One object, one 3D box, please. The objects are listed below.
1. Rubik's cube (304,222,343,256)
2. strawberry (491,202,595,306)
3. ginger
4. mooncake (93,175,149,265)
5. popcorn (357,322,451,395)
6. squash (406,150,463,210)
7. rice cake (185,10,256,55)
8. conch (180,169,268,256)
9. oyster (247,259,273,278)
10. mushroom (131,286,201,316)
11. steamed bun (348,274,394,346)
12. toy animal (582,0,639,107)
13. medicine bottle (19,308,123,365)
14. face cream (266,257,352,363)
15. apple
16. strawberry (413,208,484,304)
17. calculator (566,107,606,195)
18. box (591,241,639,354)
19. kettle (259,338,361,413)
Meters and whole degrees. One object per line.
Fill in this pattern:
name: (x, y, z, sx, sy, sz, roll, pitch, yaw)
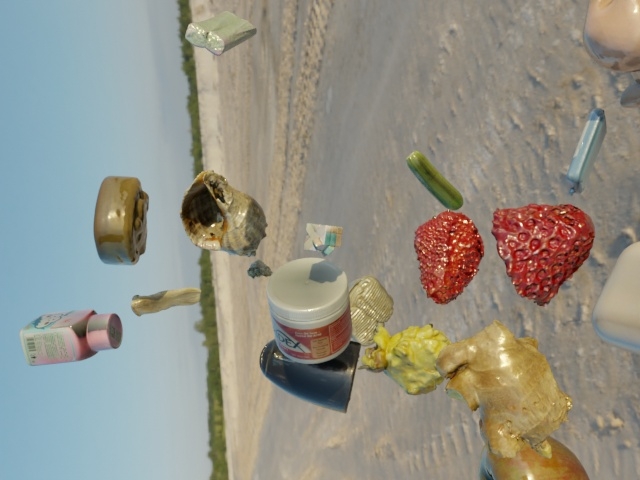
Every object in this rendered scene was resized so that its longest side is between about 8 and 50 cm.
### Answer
Rubik's cube: (0.003, 0.000, 1.298, 0.084, 0.075, 0.073, 5, 90, 59)
strawberry: (0.477, 0.013, 1.200, 0.178, 0.233, 0.234, -29, 60, 38)
ginger: (0.279, 0.226, 0.849, 0.216, 0.157, 0.102, 57, 175, 6)
mooncake: (-0.508, -0.046, 1.490, 0.235, 0.116, 0.235, -176, 90, -78)
popcorn: (0.201, 0.263, 1.331, 0.168, 0.195, 0.174, 106, -173, -46)
squash: (0.340, -0.173, 1.719, 0.229, 0.066, 0.066, 44, 179, -15)
rice cake: (-0.194, -0.414, 1.155, 0.042, 0.080, 0.222, -59, 5, 29)
conch: (-0.265, -0.075, 1.646, 0.159, 0.210, 0.292, -57, -48, -57)
oyster: (-0.179, 0.086, 1.768, 0.098, 0.100, 0.037, -27, -58, -56)
mushroom: (-0.441, 0.170, 1.659, 0.054, 0.202, 0.059, 10, 108, 60)
steamed bun: (0.130, 0.229, 1.960, 0.218, 0.211, 0.144, 44, 168, -32)
toy animal: (0.711, -0.427, 1.231, 0.237, 0.326, 0.270, -2, 105, 65)
medicine bottle: (-0.542, 0.209, 1.278, 0.119, 0.187, 0.095, -78, -19, -77)
face cream: (-0.025, 0.174, 1.435, 0.201, 0.200, 0.187, -109, 10, -53)
apple: (0.504, 0.574, 1.359, 0.257, 0.233, 0.257, 178, 90, -89)
strawberry: (0.320, 0.023, 1.386, 0.106, 0.188, 0.286, -48, 16, 42)
calculator: (0.618, -0.203, 1.344, 0.121, 0.039, 0.210, 21, -91, -59)
box: (0.811, 0.140, 1.323, 0.289, 0.141, 0.349, -59, 22, -8)
kettle: (-0.037, 0.385, 1.734, 0.268, 0.290, 0.208, 81, -159, -70)
